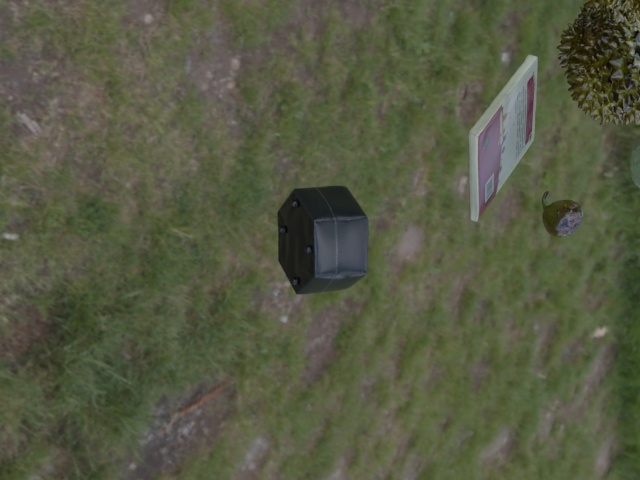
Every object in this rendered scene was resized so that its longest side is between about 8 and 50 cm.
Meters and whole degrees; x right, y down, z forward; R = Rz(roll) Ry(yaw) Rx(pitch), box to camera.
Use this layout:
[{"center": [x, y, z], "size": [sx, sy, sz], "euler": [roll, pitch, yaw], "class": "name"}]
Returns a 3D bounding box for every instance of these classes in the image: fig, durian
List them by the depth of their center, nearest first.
[{"center": [0.577, -0.358, 1.538], "size": [0.258, 0.258, 0.293], "euler": [-21, 104, -49], "class": "durian"}, {"center": [0.515, -0.053, 1.811], "size": [0.082, 0.098, 0.084], "euler": [-22, 135, -34], "class": "fig"}]

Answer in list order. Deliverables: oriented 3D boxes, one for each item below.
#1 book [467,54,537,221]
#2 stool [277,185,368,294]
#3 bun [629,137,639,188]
[{"center": [0.281, -0.158, 1.279], "size": [0.232, 0.022, 0.162], "euler": [-51, 146, -37], "class": "book"}, {"center": [0.000, 0.000, 1.776], "size": [0.141, 0.232, 0.232], "euler": [-6, 114, -24], "class": "stool"}, {"center": [0.712, -0.179, 1.698], "size": [0.195, 0.118, 0.195], "euler": [-19, 138, -18], "class": "bun"}]
